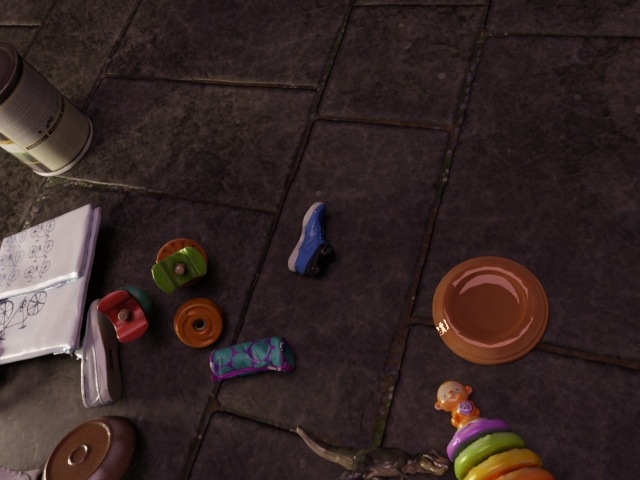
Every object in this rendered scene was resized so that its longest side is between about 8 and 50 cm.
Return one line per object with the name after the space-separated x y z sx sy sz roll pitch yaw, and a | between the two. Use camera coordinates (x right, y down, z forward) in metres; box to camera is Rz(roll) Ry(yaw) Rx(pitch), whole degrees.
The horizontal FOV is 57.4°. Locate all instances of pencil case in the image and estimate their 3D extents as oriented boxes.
-0.128 0.224 1.098 0.152 0.064 0.070 -13 37 13 | pencil case

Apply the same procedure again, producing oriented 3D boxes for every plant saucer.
-0.442 0.406 1.090 0.199 0.036 0.198 -17 37 13 | plant saucer
0.295 0.116 1.023 0.200 0.037 0.200 -7 64 15 | plant saucer

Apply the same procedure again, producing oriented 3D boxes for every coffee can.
-0.727 -0.312 1.431 0.201 0.275 0.201 -8 63 16 | coffee can

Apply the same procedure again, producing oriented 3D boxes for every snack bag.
-0.633 0.108 1.303 0.323 0.037 0.342 -15 61 25 | snack bag

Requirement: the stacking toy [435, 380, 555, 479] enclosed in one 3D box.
0.260 0.335 0.886 0.175 0.166 0.302 -32 45 7 | stacking toy

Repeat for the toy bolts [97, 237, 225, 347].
-0.315 0.125 1.199 0.228 0.158 0.218 -26 100 -6 | toy bolts

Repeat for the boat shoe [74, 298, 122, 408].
-0.466 0.231 1.200 0.081 0.079 0.227 -18 65 5 | boat shoe

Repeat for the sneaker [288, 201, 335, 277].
0.000 0.000 1.162 0.085 0.058 0.152 16 76 30 | sneaker

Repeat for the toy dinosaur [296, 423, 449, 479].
0.073 0.384 0.958 0.268 0.064 0.118 3 52 20 | toy dinosaur

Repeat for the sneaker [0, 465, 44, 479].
-0.594 0.477 1.133 0.232 0.090 0.115 37 75 20 | sneaker
